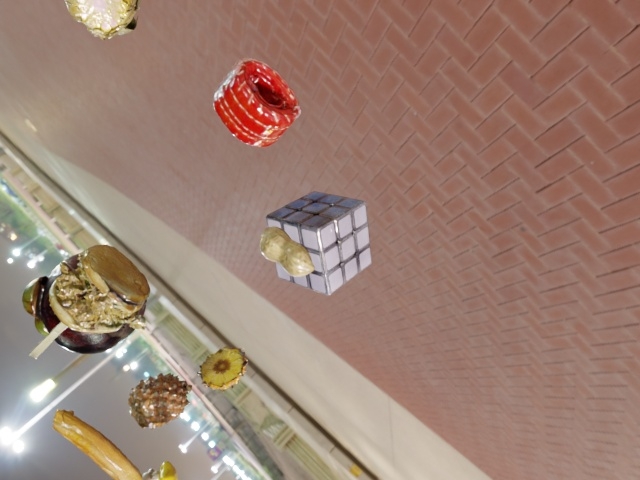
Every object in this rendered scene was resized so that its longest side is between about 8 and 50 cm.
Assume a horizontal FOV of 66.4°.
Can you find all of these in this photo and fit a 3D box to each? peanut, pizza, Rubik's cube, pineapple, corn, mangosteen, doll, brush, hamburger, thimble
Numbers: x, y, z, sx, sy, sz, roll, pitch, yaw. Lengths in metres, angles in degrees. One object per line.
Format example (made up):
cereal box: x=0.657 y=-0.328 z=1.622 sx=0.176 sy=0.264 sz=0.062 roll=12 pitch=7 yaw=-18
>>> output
peanut: x=-0.126 y=0.041 z=1.695 sx=0.256 sy=0.123 sz=0.124 roll=39 pitch=157 yaw=37
pizza: x=-0.539 y=0.507 z=1.189 sx=0.271 sy=0.056 sz=0.134 roll=43 pitch=143 yaw=-8
Rubik's cube: x=0.000 y=0.000 z=2.000 sx=0.301 sy=0.305 sz=0.304 roll=17 pitch=127 yaw=41
pineapple: x=-0.479 y=0.480 z=1.491 sx=0.166 sy=0.193 sz=0.166 roll=17 pitch=113 yaw=47
pineapple: x=-0.391 y=0.530 z=1.996 sx=0.224 sy=0.225 sz=0.076 roll=26 pitch=143 yaw=41
corn: x=-0.408 y=-0.497 z=0.936 sx=0.123 sy=0.122 sz=0.305 roll=62 pitch=-168 yaw=-48
mangosteen: x=-0.651 y=0.165 z=1.384 sx=0.300 sy=0.300 sz=0.300 roll=38 pitch=156 yaw=21
doll: x=-0.440 y=0.629 z=1.288 sx=0.135 sy=0.113 sz=0.072 roll=15 pitch=-116 yaw=-73
brush: x=-0.506 y=0.183 z=0.914 sx=0.013 sy=0.084 sz=0.016 roll=1 pitch=136 yaw=52
hamburger: x=-0.390 y=0.102 z=0.887 sx=0.185 sy=0.131 sz=0.159 roll=42 pitch=-172 yaw=-7
thimble: x=-0.154 y=-0.325 z=1.161 sx=0.189 sy=0.163 sz=0.125 roll=43 pitch=134 yaw=-10
